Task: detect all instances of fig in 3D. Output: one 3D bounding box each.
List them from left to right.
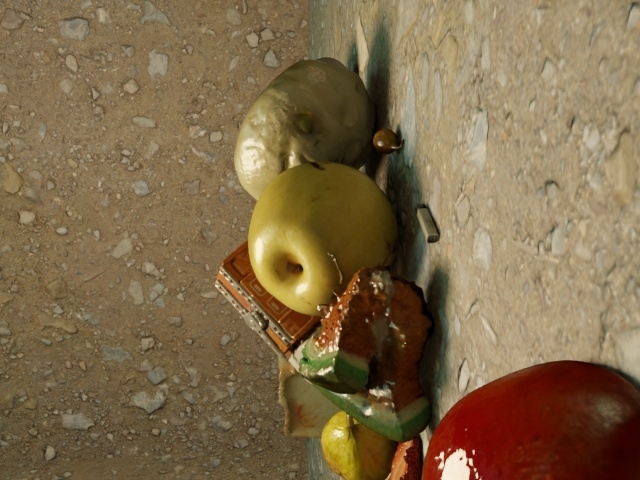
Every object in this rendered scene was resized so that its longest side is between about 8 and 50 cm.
[{"bbox_3d":[0.074,0.381,1.121,0.257,0.159,0.159,73,-171,-51],"label":"fig"},{"bbox_3d":[0.134,-0.188,1.097,0.083,0.050,0.050,-149,55,-60],"label":"fig"}]

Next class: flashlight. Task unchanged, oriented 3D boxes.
[{"bbox_3d":[0.168,-0.028,0.906,0.083,0.018,0.018,-99,8,-51],"label":"flashlight"}]

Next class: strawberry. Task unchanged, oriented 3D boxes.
[{"bbox_3d":[0.154,0.414,1.022,0.104,0.048,0.152,-88,14,-72],"label":"strawberry"}]

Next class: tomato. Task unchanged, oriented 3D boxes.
[{"bbox_3d":[0.164,0.261,0.455,0.338,0.144,0.338,178,90,-82],"label":"tomato"}]

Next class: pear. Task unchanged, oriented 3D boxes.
[{"bbox_3d":[0.000,0.000,1.112,0.309,0.309,0.309,179,90,-84],"label":"pear"}]

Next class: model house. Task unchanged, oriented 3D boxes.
[{"bbox_3d":[0.006,0.335,1.557,0.280,0.245,0.312,-87,0,-53],"label":"model house"}]

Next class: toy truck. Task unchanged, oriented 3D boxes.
[{"bbox_3d":[-0.053,0.156,1.298,0.387,0.207,0.173,45,149,8],"label":"toy truck"}]

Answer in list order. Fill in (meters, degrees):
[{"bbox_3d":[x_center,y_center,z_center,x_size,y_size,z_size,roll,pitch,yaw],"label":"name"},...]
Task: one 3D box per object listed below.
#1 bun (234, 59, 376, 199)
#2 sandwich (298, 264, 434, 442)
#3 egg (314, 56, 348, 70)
[{"bbox_3d":[-0.015,-0.217,1.290,0.219,0.365,0.365,36,144,26],"label":"bun"},{"bbox_3d":[0.068,0.179,0.928,0.250,0.162,0.301,31,123,36],"label":"sandwich"},{"bbox_3d":[0.008,-0.398,1.583,0.232,0.176,0.176,109,160,-48],"label":"egg"}]
